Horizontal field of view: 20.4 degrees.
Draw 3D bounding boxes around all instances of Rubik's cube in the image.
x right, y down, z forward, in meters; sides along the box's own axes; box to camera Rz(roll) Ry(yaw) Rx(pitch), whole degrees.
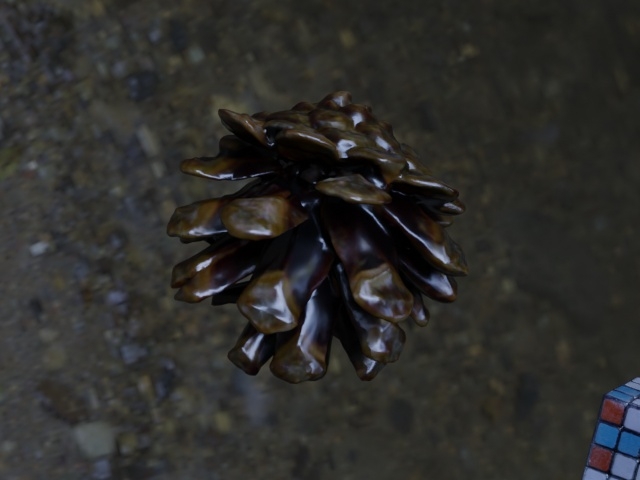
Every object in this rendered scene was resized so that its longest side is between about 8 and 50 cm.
[{"bbox_3d":[0.294,0.183,1.566,0.092,0.092,0.092,-14,120,-61],"label":"Rubik's cube"}]

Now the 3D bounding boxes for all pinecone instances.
[{"bbox_3d":[-0.001,0.002,1.257,0.229,0.201,0.202,19,23,-52],"label":"pinecone"}]
